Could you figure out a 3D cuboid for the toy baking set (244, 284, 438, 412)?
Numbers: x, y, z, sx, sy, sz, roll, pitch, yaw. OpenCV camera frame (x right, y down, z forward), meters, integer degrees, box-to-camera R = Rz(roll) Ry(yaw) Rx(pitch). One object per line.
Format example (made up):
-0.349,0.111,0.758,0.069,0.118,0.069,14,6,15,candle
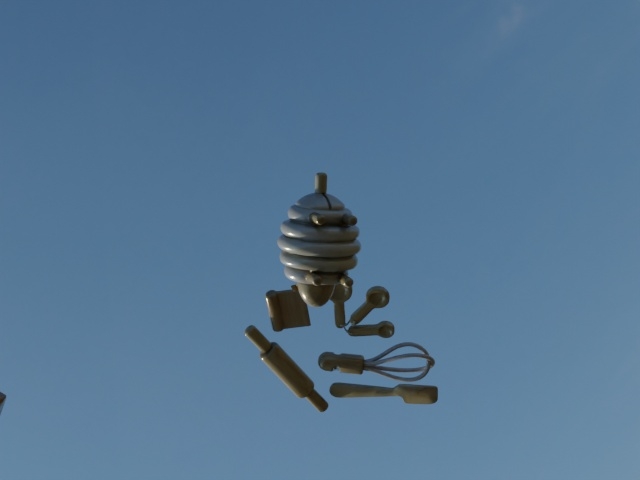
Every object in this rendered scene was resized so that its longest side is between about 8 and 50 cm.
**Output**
0.031,0.148,1.428,0.197,0.030,0.256,-24,-62,24,toy baking set

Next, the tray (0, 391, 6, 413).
-0.353,0.241,0.717,0.411,0.076,0.203,-49,-16,-72,tray

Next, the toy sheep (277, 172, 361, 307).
0.000,0.000,1.095,0.091,0.091,0.132,0,-80,-49,toy sheep
